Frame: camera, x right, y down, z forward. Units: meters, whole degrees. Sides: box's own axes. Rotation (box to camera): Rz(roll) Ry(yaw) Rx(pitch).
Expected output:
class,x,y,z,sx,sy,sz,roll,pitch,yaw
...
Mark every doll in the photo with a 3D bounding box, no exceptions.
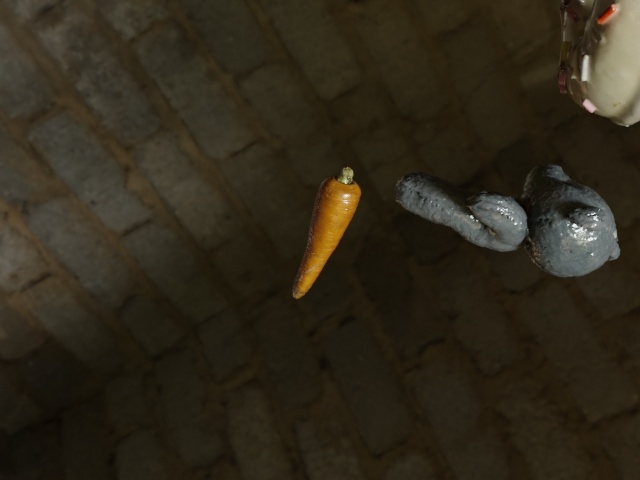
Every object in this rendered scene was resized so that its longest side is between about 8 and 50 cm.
class,x,y,z,sx,sy,sz,roll,pitch,yaw
doll,0.284,-0.057,1.676,0.341,0.158,0.246,21,-2,19

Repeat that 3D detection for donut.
class,x,y,z,sx,sy,sz,roll,pitch,yaw
donut,0.433,-0.353,1.577,0.382,0.143,0.382,-170,-90,-89

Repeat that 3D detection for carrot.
class,x,y,z,sx,sy,sz,roll,pitch,yaw
carrot,0.000,0.000,1.665,0.061,0.256,0.061,15,35,-11
